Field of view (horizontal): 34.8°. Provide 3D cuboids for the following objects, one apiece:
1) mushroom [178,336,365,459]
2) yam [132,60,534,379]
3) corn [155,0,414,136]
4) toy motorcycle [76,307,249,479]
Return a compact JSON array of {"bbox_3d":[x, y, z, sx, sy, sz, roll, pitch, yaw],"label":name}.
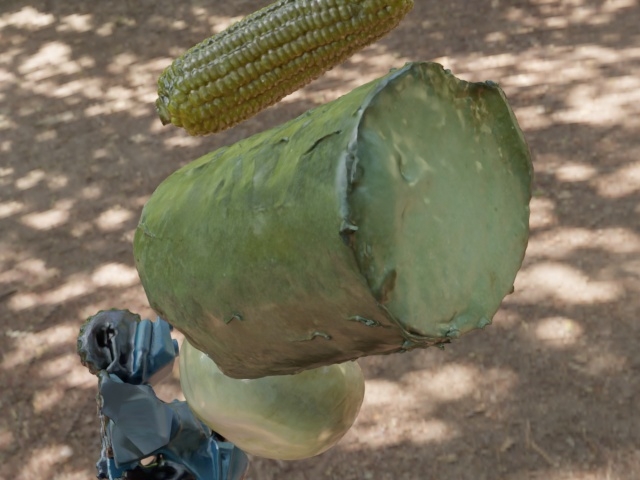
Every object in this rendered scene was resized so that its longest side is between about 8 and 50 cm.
[{"bbox_3d":[-0.058,0.164,1.384,0.254,0.260,0.234,15,58,9],"label":"mushroom"},{"bbox_3d":[0.000,0.000,0.752,0.195,0.195,0.300,-38,13,-37],"label":"yam"},{"bbox_3d":[-0.050,-0.246,1.319,0.363,0.120,0.120,-27,30,-2],"label":"corn"},{"bbox_3d":[-0.253,0.285,1.638,0.232,0.172,0.416,-7,54,-20],"label":"toy motorcycle"}]
